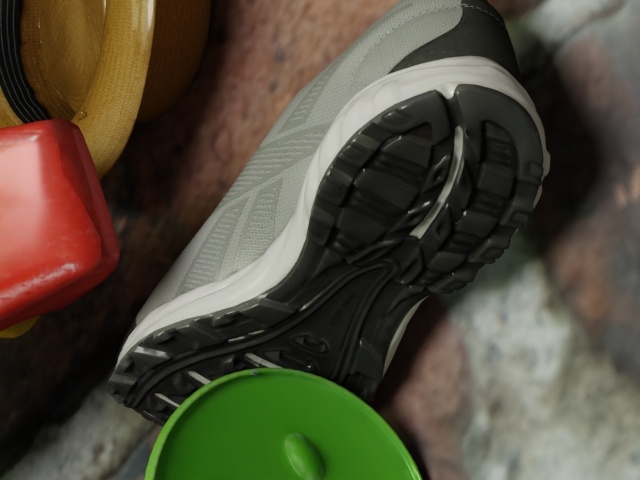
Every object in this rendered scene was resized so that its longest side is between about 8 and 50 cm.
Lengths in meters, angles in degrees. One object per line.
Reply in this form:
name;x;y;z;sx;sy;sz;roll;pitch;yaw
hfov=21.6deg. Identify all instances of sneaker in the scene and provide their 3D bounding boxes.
sneaker;0.001;0.000;0.721;0.271;0.100;0.108;-45;28;37

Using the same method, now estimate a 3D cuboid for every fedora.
fedora;-0.112;-0.120;0.864;0.194;0.079;0.194;3;94;49

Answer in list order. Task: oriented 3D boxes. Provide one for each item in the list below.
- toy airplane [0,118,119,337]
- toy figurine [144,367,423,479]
toy airplane;-0.265;0.040;0.841;0.384;0.272;0.386;32;118;26
toy figurine;-0.032;0.161;0.725;0.173;0.130;0.159;56;142;6
